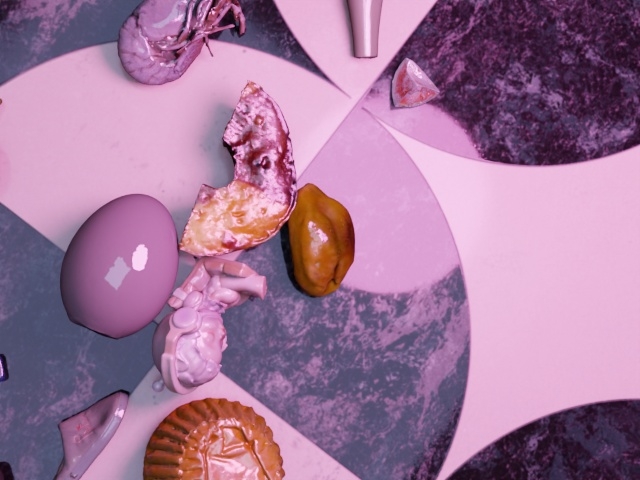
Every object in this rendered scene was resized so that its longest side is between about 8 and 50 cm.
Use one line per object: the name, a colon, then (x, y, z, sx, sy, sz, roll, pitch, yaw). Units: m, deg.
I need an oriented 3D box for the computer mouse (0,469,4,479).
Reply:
computer mouse: (-0.544, 0.491, 1.780, 0.170, 0.100, 0.269, -17, 89, -11)

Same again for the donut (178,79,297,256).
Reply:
donut: (-0.116, -0.094, 1.871, 0.151, 0.112, 0.295, 23, 83, -13)

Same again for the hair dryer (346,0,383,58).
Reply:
hair dryer: (0.026, -0.400, 1.936, 0.225, 0.088, 0.219, -21, 93, 4)

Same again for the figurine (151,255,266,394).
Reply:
figurine: (-0.184, 0.143, 1.826, 0.141, 0.162, 0.237, 20, 70, 23)

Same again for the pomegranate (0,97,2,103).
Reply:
pomegranate: (-0.579, -0.157, 1.796, 0.156, 0.156, 0.220, -5, 67, -8)

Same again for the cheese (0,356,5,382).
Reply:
cheese: (-0.575, 0.215, 1.823, 0.145, 0.038, 0.095, -10, 88, -7)

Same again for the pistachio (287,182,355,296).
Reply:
pistachio: (-0.001, -0.002, 1.883, 0.100, 0.110, 0.189, -4, 87, 24)

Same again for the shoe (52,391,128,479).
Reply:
shoe: (-0.382, 0.314, 1.823, 0.078, 0.079, 0.195, 33, 87, -12)

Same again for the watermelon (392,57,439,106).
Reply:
watermelon: (0.157, -0.268, 1.943, 0.085, 0.061, 0.085, -1, 96, -10)

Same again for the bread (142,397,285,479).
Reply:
bread: (-0.164, 0.362, 1.810, 0.240, 0.139, 0.240, 4, 75, -17)

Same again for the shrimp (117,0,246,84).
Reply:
shrimp: (-0.187, -0.387, 1.877, 0.343, 0.116, 0.145, -44, 93, -1)

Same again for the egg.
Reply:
egg: (-0.311, 0.036, 1.802, 0.176, 0.176, 0.232, 18, 77, -7)
